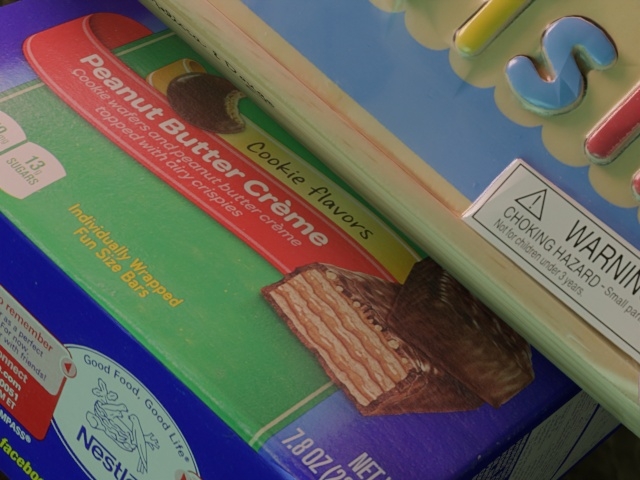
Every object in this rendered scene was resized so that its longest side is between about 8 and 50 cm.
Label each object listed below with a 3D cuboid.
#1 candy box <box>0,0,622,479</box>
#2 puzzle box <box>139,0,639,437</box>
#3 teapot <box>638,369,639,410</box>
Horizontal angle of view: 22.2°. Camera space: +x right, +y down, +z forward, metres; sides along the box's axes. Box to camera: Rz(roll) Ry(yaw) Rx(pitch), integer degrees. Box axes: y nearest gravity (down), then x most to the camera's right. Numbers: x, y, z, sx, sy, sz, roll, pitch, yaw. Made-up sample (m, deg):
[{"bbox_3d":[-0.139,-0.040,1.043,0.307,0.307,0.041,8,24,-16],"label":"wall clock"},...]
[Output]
[{"bbox_3d":[0.000,0.000,0.687,0.268,0.317,0.122,41,130,18],"label":"candy box"},{"bbox_3d":[0.061,-0.159,0.627,0.409,0.272,0.052,41,173,18],"label":"puzzle box"},{"bbox_3d":[0.272,0.059,0.493,0.256,0.252,0.187,44,136,31],"label":"teapot"}]
